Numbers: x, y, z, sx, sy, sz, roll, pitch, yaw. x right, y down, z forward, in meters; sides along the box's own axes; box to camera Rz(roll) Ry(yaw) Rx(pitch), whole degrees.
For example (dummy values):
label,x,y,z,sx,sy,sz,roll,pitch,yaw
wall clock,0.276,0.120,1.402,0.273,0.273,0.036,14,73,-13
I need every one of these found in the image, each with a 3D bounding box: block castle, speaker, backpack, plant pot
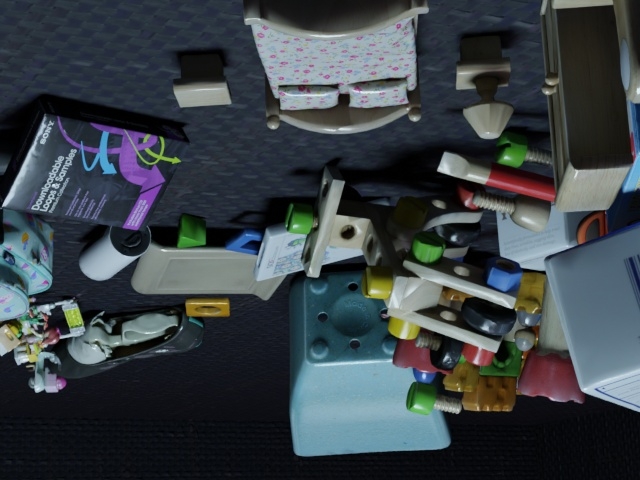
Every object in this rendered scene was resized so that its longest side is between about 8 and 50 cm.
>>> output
label,x,y,z,sx,sy,sz,roll,pitch,yaw
block castle,0.339,0.157,1.854,0.303,0.213,0.453,8,180,42
speaker,-0.262,0.011,1.662,0.055,0.055,0.136,4,164,-26
backpack,-0.397,0.021,1.511,0.166,0.144,0.188,-12,167,14
plant pot,0.064,0.162,1.978,0.248,0.247,0.252,-4,151,5

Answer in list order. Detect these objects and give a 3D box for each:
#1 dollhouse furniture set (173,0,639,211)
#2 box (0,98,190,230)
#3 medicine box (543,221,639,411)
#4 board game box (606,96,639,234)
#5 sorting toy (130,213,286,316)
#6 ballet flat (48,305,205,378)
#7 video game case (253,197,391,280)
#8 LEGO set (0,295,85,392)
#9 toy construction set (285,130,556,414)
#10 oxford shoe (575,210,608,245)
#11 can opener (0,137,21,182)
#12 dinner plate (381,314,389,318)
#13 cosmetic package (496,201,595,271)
label,x,y,z,sx,sy,sz,roll,pitch,yaw
dollhouse furniture set,0.046,-0.114,0.993,0.355,0.174,0.303,-4,165,3
box,-0.221,-0.070,1.279,0.162,0.029,0.116,10,123,-36
medicine box,0.414,0.066,1.368,0.263,0.149,0.289,-22,159,23
board game box,0.451,-0.092,1.325,0.302,0.086,0.308,-4,166,6
sorting toy,-0.148,0.030,1.762,0.196,0.047,0.347,5,159,-15
ballet flat,-0.332,0.155,2.170,0.280,0.095,0.096,-15,154,6
video game case,0.000,0.000,1.626,0.157,0.019,0.143,-14,159,-15
LEGO set,-0.424,0.135,2.006,0.107,0.132,0.287,-10,160,-5
toy construction set,0.094,-0.007,1.405,0.237,0.257,0.309,14,141,-13
oxford shoe,0.405,-0.014,1.569,0.271,0.097,0.098,-4,-170,-27
can opener,-0.399,-0.070,1.340,0.283,0.076,0.095,-3,-162,1
dinner plate,0.162,0.122,2.248,0.141,0.017,0.141,-3,165,-1
cosmetic package,0.343,-0.004,1.654,0.231,0.085,0.117,7,164,-36
